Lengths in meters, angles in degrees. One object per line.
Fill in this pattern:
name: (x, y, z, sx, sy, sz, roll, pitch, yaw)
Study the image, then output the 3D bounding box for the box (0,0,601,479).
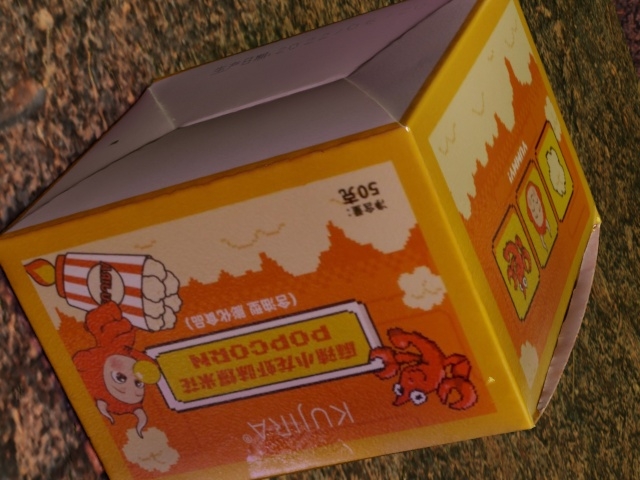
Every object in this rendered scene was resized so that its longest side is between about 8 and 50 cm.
box: (0.000, 0.000, 1.022, 0.214, 0.283, 0.259, 64, 28, -21)
